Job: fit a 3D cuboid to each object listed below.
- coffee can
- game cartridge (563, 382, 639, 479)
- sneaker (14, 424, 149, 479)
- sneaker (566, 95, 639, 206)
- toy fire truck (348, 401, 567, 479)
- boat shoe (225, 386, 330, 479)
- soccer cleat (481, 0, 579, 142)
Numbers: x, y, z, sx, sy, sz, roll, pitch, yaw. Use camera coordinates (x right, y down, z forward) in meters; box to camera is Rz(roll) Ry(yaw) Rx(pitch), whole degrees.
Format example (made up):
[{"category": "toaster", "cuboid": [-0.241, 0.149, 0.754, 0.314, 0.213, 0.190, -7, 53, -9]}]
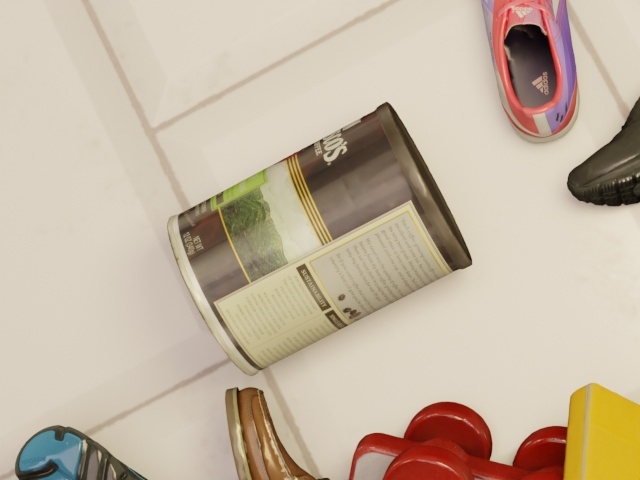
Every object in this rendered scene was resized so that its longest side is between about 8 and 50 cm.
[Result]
[{"category": "coffee can", "cuboid": [0.000, 0.000, 1.880, 0.275, 0.201, 0.201, -28, 80, 7]}, {"category": "game cartridge", "cuboid": [0.355, 0.336, 1.709, 0.285, 0.053, 0.323, 27, 52, -19]}, {"category": "sneaker", "cuboid": [-0.185, 0.331, 1.918, 0.341, 0.139, 0.125, 41, 82, 12]}, {"category": "sneaker", "cuboid": [0.389, -0.137, 1.882, 0.286, 0.109, 0.130, -29, 73, -3]}, {"category": "toy fire truck", "cuboid": [0.170, 0.329, 1.845, 0.302, 0.169, 0.253, 12, 108, 9]}, {"category": "boat shoe", "cuboid": [-0.023, 0.301, 1.909, 0.104, 0.111, 0.307, -17, 91, 5]}, {"category": "soccer cleat", "cuboid": [0.225, -0.271, 1.909, 0.109, 0.116, 0.318, -10, 82, 10]}]
